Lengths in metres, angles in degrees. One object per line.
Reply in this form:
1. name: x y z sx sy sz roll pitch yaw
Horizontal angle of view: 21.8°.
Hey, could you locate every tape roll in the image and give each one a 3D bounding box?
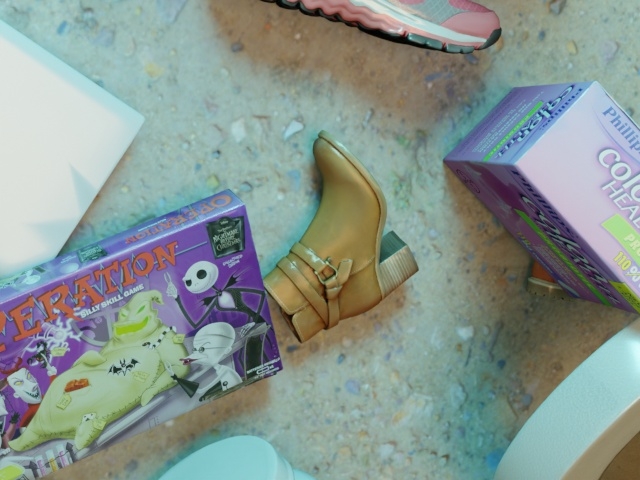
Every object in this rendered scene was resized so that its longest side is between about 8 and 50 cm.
1. tape roll: 0.351 0.191 1.773 0.392 0.072 0.392 -29 150 -19

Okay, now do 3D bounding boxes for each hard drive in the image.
1. hard drive: -0.350 -0.114 1.541 0.319 0.040 0.210 34 89 -26

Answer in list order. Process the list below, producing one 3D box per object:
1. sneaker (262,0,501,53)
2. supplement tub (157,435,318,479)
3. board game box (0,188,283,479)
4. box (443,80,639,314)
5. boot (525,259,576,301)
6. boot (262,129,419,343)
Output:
1. sneaker: 0.055 -0.272 1.629 0.314 0.116 0.136 14 96 -25
2. supplement tub: -0.042 0.376 1.690 0.228 0.228 0.316 -40 114 -9
3. board game box: -0.215 0.104 1.624 0.347 0.056 0.208 -23 119 -17
4. box: 0.265 -0.044 1.679 0.117 0.243 0.213 -45 102 -7
5. boot: 0.309 0.028 1.845 0.158 0.059 0.084 9 95 -23
6. boot: 0.000 0.000 1.701 0.152 0.073 0.197 -32 111 -8
